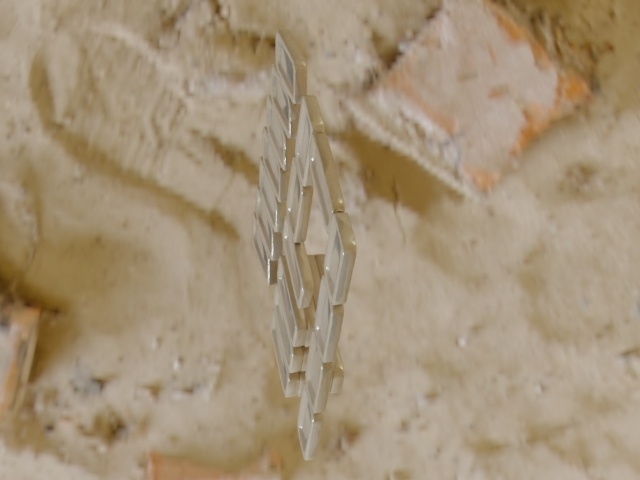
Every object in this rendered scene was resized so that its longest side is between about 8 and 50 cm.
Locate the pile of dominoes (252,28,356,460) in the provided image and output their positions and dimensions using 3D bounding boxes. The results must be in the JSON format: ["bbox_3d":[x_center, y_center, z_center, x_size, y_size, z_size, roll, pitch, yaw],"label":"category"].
[{"bbox_3d":[0.000,0.000,1.215,0.040,0.196,0.251,-5,145,-11],"label":"pile of dominoes"}]
